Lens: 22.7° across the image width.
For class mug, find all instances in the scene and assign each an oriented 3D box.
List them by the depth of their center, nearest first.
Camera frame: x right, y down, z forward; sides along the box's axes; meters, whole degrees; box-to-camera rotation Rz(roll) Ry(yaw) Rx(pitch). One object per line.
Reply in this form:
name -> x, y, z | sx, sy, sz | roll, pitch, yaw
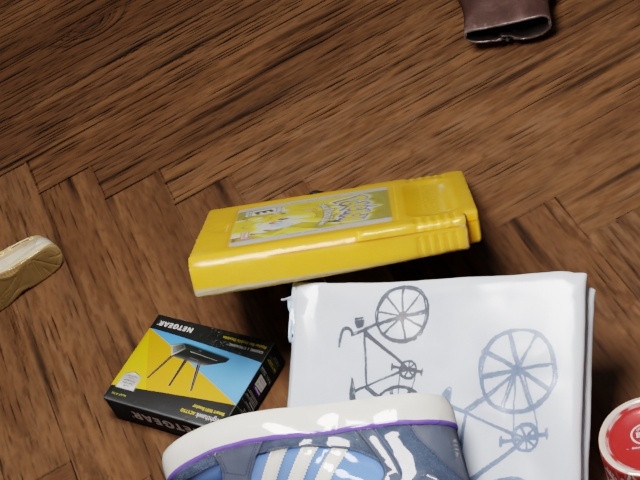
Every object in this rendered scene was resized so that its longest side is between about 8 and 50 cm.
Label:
mug -> 0.340, 0.222, 1.519 | 0.150, 0.169, 0.113 | -35, 43, -9

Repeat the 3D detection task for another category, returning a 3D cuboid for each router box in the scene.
router box -> -0.150, 0.166, 1.897 | 0.179, 0.046, 0.133 | 10, 54, 33

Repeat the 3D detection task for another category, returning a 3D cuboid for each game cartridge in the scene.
game cartridge -> 0.019, -0.016, 1.854 | 0.323, 0.053, 0.285 | -11, 12, 3

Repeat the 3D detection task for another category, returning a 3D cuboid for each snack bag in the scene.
snack bag -> 0.112, 0.196, 1.654 | 0.342, 0.037, 0.323 | -3, 75, 22

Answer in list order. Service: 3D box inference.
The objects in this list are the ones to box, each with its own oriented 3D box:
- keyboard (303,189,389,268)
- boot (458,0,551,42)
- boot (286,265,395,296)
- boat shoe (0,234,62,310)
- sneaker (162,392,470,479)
keyboard -> 0.000, 0.000, 1.993 | 0.100, 0.038, 0.192 | -35, 43, -8
boot -> 0.205, -0.352, 2.192 | 0.248, 0.090, 0.207 | -4, 45, 18
boot -> 0.062, 0.113, 1.813 | 0.115, 0.112, 0.305 | -12, 46, -16
boat shoe -> -0.430, 0.048, 2.138 | 0.170, 0.063, 0.059 | -29, 40, -16
sneaker -> -0.002, 0.292, 1.581 | 0.323, 0.130, 0.236 | -12, 67, 14
